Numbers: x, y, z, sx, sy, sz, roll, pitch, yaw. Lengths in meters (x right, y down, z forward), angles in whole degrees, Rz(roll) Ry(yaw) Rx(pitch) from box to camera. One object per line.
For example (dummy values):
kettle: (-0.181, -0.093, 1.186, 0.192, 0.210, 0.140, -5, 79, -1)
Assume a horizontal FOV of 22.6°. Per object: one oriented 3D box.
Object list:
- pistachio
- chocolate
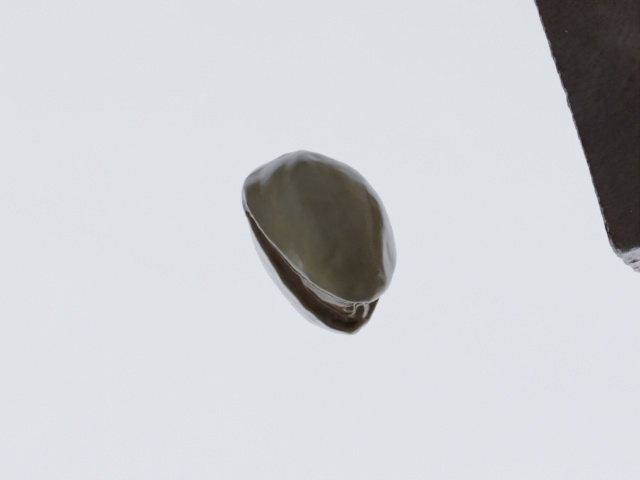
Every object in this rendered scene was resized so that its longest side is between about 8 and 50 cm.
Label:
pistachio: (0.000, 0.000, 1.371, 0.124, 0.124, 0.185, -14, -135, -12)
chocolate: (0.293, -0.118, 1.496, 0.112, 0.112, 0.321, -22, -114, 18)
